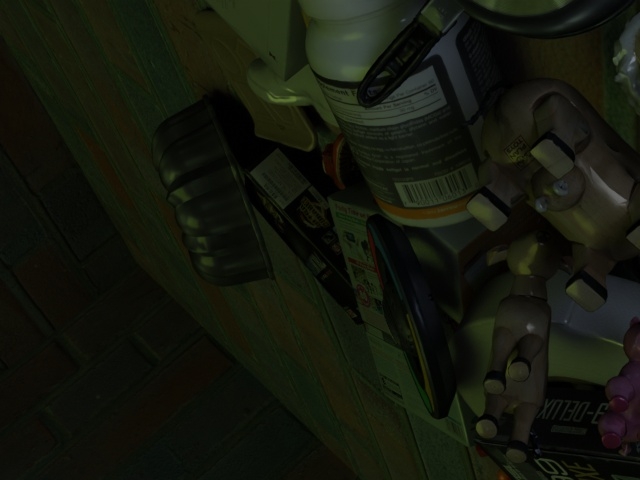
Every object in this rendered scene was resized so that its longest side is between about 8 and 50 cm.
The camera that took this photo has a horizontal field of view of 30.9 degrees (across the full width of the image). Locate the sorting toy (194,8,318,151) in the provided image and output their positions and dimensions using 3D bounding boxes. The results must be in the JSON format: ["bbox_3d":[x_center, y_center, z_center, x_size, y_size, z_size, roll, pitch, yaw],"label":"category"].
[{"bbox_3d":[-0.087,-0.231,1.633,0.193,0.038,0.208,23,145,59],"label":"sorting toy"}]

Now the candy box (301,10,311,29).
[{"bbox_3d":[0.033,-0.227,1.161,0.027,0.105,0.206,40,161,33],"label":"candy box"}]

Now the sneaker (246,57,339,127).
[{"bbox_3d":[-0.018,-0.213,1.429,0.212,0.080,0.094,25,140,43],"label":"sneaker"}]

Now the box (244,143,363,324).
[{"bbox_3d":[0.000,0.000,1.799,0.293,0.073,0.295,50,173,1],"label":"box"}]

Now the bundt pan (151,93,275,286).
[{"bbox_3d":[-0.188,-0.067,1.920,0.331,0.124,0.331,159,90,-85],"label":"bundt pan"}]

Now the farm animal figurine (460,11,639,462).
[{"bbox_3d":[0.228,-0.001,0.931,0.330,0.172,0.327,-25,110,30],"label":"farm animal figurine"}]

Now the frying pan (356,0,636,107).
[{"bbox_3d":[0.098,-0.214,0.862,0.326,0.053,0.197,-16,114,40],"label":"frying pan"}]

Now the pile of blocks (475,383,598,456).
[{"bbox_3d":[0.284,0.261,1.547,0.149,0.113,0.362,42,164,-17],"label":"pile of blocks"}]

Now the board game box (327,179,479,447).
[{"bbox_3d":[0.133,0.082,1.482,0.224,0.097,0.303,23,133,60],"label":"board game box"}]

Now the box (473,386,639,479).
[{"bbox_3d":[0.333,0.262,1.138,0.242,0.076,0.307,-3,138,51],"label":"box"}]

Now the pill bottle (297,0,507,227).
[{"bbox_3d":[0.082,-0.158,1.083,0.162,0.162,0.278,32,156,49],"label":"pill bottle"}]

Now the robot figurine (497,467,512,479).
[{"bbox_3d":[0.350,0.423,1.784,0.219,0.128,0.158,72,-172,-55],"label":"robot figurine"}]

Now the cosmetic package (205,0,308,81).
[{"bbox_3d":[-0.093,-0.366,1.201,0.284,0.097,0.377,49,165,11],"label":"cosmetic package"}]

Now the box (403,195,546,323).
[{"bbox_3d":[0.168,-0.008,1.253,0.091,0.130,0.170,43,164,29],"label":"box"}]

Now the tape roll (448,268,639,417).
[{"bbox_3d":[0.314,0.172,1.177,0.392,0.072,0.392,27,155,14],"label":"tape roll"}]

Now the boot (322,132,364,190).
[{"bbox_3d":[0.029,-0.110,1.550,0.084,0.059,0.158,48,167,24],"label":"boot"}]

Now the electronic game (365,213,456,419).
[{"bbox_3d":[0.093,0.081,1.240,0.229,0.048,0.229,161,90,-88],"label":"electronic game"}]
